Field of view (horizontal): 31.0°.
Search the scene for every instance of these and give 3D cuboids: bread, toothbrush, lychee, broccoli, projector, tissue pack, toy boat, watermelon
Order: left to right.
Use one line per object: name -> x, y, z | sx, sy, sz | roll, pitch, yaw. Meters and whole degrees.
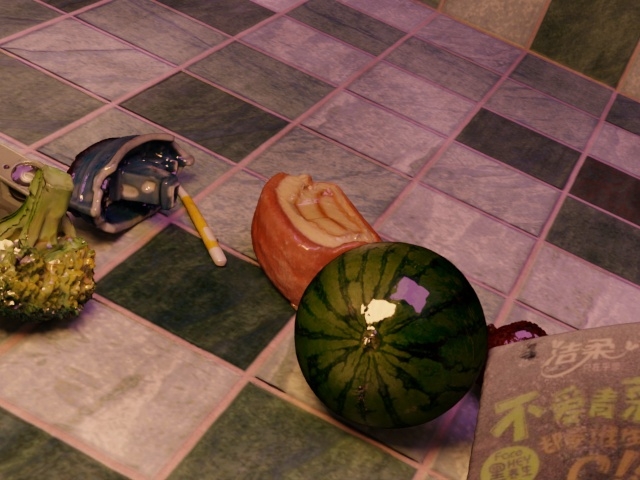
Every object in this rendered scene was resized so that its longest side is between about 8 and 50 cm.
projector -> -0.411, -0.068, 1.540 | 0.147, 0.115, 0.061 | 29, 54, 13
broccoli -> -0.352, 0.000, 1.401 | 0.194, 0.194, 0.219 | 16, 24, -9
toy boat -> -0.260, -0.084, 1.658 | 0.142, 0.129, 0.309 | 12, 21, 15
toothbrush -> -0.196, -0.053, 1.756 | 0.021, 0.024, 0.288 | 4, 34, -31
bread -> -0.011, 0.000, 1.688 | 0.190, 0.123, 0.244 | -4, 36, -34
watermelon -> 0.087, 0.116, 1.436 | 0.242, 0.242, 0.242 | 16, 30, -9
lychee -> 0.268, 0.170, 1.584 | 0.123, 0.123, 0.129 | 3, 51, -29
tissue pack -> 0.308, 0.260, 1.260 | 0.288, 0.124, 0.394 | -10, 34, 23
